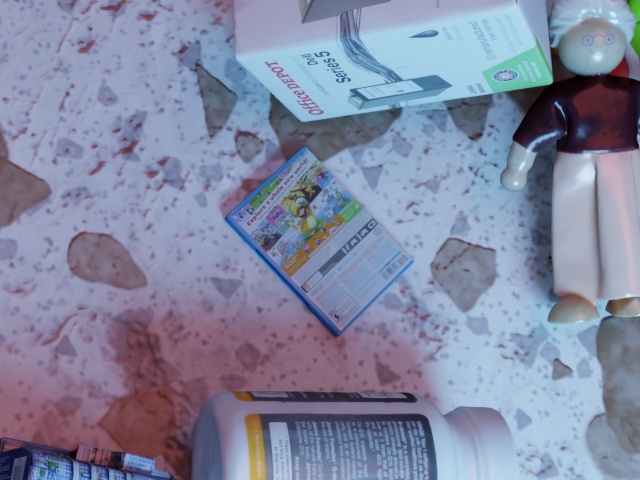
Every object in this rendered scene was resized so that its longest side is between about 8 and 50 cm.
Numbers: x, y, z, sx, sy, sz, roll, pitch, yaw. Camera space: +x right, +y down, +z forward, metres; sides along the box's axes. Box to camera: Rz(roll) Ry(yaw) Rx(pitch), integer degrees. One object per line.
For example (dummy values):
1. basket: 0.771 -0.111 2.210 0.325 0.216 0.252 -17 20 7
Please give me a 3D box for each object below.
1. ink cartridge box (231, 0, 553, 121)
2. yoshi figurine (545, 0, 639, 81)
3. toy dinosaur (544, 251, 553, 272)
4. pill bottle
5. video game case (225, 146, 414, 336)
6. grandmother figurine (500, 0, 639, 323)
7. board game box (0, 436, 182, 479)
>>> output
1. ink cartridge box: 0.072 -0.214 1.344 0.273 0.198 0.114 -8 73 17
2. yoshi figurine: 0.351 -0.289 1.500 0.362 0.203 0.203 27 59 12
3. toy dinosaur: 0.328 0.014 1.503 0.183 0.053 0.092 8 86 -7
4. pill bottle: 0.030 0.219 1.274 0.278 0.162 0.162 3 72 -16
5. video game case: 0.000 0.000 1.415 0.166 0.015 0.119 47 67 1
6. grandmother figurine: 0.290 -0.093 1.421 0.208 0.104 0.342 -7 95 -15
7. board game box: -0.193 0.219 1.213 0.194 0.194 0.060 17 69 -27
